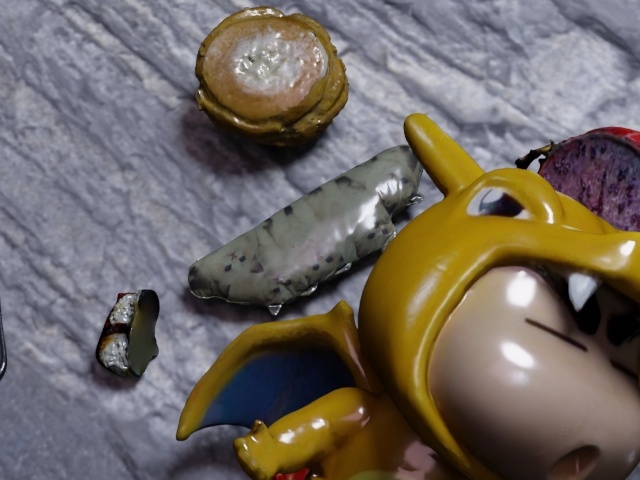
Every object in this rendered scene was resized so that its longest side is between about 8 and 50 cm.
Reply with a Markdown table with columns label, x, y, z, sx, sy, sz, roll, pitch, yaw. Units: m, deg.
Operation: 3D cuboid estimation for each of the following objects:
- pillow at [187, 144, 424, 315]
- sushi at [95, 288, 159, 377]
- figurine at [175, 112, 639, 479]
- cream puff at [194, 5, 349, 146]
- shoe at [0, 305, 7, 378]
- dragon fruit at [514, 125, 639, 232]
| label | x | y | z | sx | sy | sz | roll | pitch | yaw |
| --- | --- | --- | --- | --- | --- | --- | --- | --- | --- |
| pillow | -0.001 | 0.001 | 1.395 | 0.241 | 0.051 | 0.093 | -29 | 56 | -6 |
| sushi | -0.172 | 0.084 | 1.400 | 0.046 | 0.044 | 0.083 | -6 | 57 | 33 |
| figurine | 0.075 | 0.125 | 1.160 | 0.401 | 0.268 | 0.387 | 30 | 95 | 25 |
| cream puff | -0.043 | -0.146 | 1.452 | 0.144 | 0.103 | 0.126 | 8 | 78 | 15 |
| shoe | -0.324 | 0.058 | 1.429 | 0.062 | 0.053 | 0.159 | -22 | 63 | 3 |
| dragon fruit | 0.275 | 0.016 | 1.279 | 0.148 | 0.224 | 0.218 | -3 | 96 | -29 |
